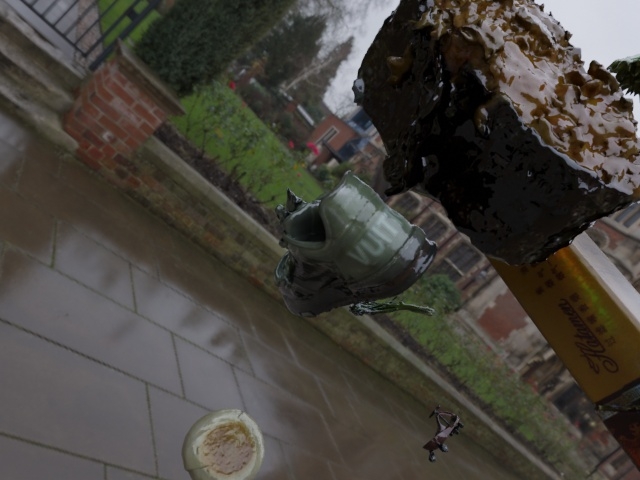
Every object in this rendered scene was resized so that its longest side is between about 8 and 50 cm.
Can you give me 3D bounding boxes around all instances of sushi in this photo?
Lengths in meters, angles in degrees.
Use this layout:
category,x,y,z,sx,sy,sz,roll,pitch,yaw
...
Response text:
category,x,y,z,sx,sy,sz,roll,pitch,yaw
sushi,0.178,-0.142,0.541,0.349,0.234,0.207,57,-35,17

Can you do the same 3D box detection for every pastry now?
category,x,y,z,sx,sy,sz,roll,pitch,yaw
pastry,-0.186,0.405,0.948,0.156,0.156,0.092,47,-30,2

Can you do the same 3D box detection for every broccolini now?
category,x,y,z,sx,sy,sz,roll,pitch,yaw
broccolini,0.184,0.186,1.345,0.271,0.123,0.062,-3,-76,48

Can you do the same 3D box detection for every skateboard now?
category,x,y,z,sx,sy,sz,roll,pitch,yaw
skateboard,0.303,0.483,1.255,0.080,0.067,0.151,42,39,18

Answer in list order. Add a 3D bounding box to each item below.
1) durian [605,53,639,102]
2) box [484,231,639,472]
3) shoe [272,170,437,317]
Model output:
category,x,y,z,sx,sy,sz,roll,pitch,yaw
durian,0.611,-0.282,0.726,0.169,0.355,0.158,59,23,-57
box,0.426,0.129,0.731,0.264,0.116,0.416,10,44,-51
shoe,-0.002,0.001,0.584,0.149,0.109,0.293,48,-29,-12
